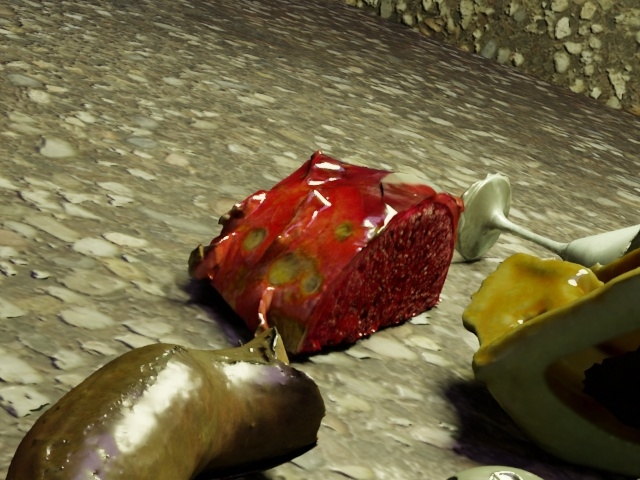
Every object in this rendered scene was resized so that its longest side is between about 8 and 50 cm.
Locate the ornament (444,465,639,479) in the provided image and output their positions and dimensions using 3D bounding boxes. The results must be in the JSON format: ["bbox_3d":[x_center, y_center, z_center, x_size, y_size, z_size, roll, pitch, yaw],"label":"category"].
[{"bbox_3d":[0.121,0.161,0.675,0.156,0.081,0.075,8,56,-31],"label":"ornament"}]

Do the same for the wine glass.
[{"bbox_3d":[0.223,0.004,1.188,0.183,0.122,0.122,27,20,34],"label":"wine glass"}]

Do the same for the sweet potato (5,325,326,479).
[{"bbox_3d":[-0.080,0.106,0.618,0.112,0.085,0.286,25,19,11],"label":"sweet potato"}]

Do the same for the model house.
[{"bbox_3d":[0.241,0.058,0.930,0.268,0.173,0.239,19,18,-5],"label":"model house"}]

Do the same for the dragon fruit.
[{"bbox_3d":[-0.001,-0.012,0.992,0.161,0.126,0.274,26,18,25],"label":"dragon fruit"}]
